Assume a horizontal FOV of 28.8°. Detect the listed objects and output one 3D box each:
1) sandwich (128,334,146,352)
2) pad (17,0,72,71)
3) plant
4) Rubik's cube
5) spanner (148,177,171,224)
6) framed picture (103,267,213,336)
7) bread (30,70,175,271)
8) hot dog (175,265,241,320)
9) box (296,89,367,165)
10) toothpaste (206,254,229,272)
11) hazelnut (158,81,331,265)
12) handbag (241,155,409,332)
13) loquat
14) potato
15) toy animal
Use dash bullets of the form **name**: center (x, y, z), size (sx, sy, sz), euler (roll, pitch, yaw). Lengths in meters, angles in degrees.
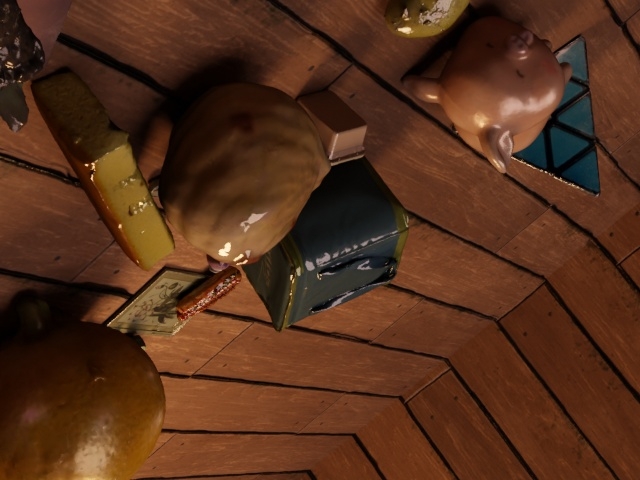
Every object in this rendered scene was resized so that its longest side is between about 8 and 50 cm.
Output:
- **sandwich**: center (-0.338, 0.209, 2.293), size (0.029, 0.067, 0.135), euler (-23, 167, -19)
- **pad**: center (-0.336, -0.253, 1.424), size (0.113, 0.006, 0.187), euler (-16, 151, -42)
- **plant**: center (-0.372, -0.204, 1.310), size (0.131, 0.142, 0.203), euler (-39, 152, -17)
- **Rubik's cube**: center (0.426, -0.225, 2.438), size (0.228, 0.233, 0.229), euler (-6, 133, 34)
- **spanner**: center (-0.111, -0.103, 1.950), size (0.325, 0.095, 0.040), euler (-22, 154, -30)
- **framed picture**: center (-0.278, 0.116, 2.271), size (0.173, 0.010, 0.231), euler (-43, 158, 16)
- **bread**: center (-0.282, -0.087, 1.668), size (0.077, 0.138, 0.361), euler (-34, 159, -10)
- **hot dog**: center (-0.204, 0.099, 2.276), size (0.144, 0.038, 0.062), euler (-36, 159, 1)
- **box**: center (0.012, -0.179, 1.952), size (0.089, 0.122, 0.062), euler (-19, 142, -36)
- **toothpaste**: center (-0.152, -0.013, 2.085), size (0.048, 0.075, 0.301), euler (-19, 163, -20)
- **hazelnut**: center (-0.104, -0.098, 1.763), size (0.241, 0.261, 0.261), euler (7, 147, -8)
- **handbag**: center (0.000, 0.000, 2.169), size (0.241, 0.222, 0.263), euler (-21, 154, -23)
- **loquat**: center (-0.415, 0.253, 1.986), size (0.328, 0.328, 0.359), euler (-22, 112, -31)
- **potato**: center (0.175, -0.374, 1.839), size (0.105, 0.085, 0.188), euler (16, 125, -36)
- **toy animal**: center (0.306, -0.254, 2.140), size (0.269, 0.237, 0.326), euler (-39, 164, -23)
